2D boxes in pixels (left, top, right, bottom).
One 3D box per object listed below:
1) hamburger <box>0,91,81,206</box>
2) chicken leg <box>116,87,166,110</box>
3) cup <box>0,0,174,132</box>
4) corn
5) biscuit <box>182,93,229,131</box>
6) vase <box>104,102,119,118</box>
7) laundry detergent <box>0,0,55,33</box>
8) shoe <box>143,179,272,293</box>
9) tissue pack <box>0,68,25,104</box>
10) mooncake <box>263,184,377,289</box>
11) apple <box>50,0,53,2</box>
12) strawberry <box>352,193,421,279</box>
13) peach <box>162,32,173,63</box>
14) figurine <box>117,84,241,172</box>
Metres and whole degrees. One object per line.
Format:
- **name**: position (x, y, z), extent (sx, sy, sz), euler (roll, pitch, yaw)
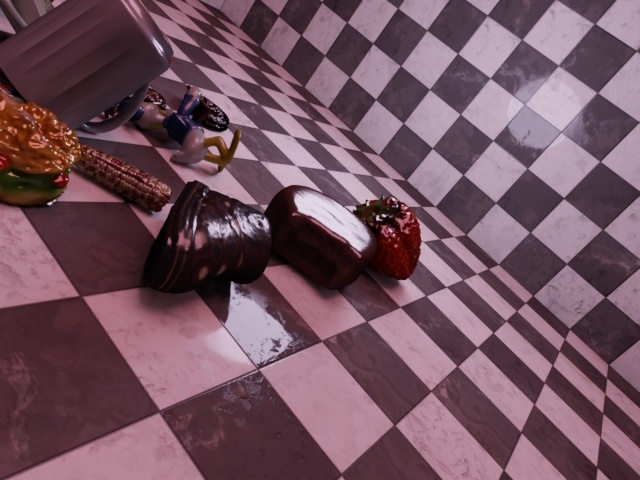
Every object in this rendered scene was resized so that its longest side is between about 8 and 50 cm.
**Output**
- **hamburger**: position (-0.573, -0.181, 0.987), extent (0.237, 0.149, 0.237), euler (33, 22, -15)
- **chicken leg**: position (-0.575, -0.443, 1.621), extent (0.106, 0.051, 0.253), euler (43, 25, -2)
- **cup**: position (-0.525, -0.414, 1.239), extent (0.236, 0.327, 0.322), euler (51, -6, 28)
- **corn**: position (-0.459, -0.144, 1.187), extent (0.237, 0.079, 0.079), euler (28, 24, -18)
- **biscuit**: position (-0.420, -0.473, 1.900), extent (0.195, 0.053, 0.194), euler (32, 23, -15)
- **vase**: position (-0.632, -0.407, 1.397), extent (0.183, 0.120, 0.120), euler (42, 18, -31)
- **laundry detergent**: position (-0.785, -0.616, 1.388), extent (0.214, 0.105, 0.280), euler (-105, 174, -50)
- **shoe**: position (-0.224, 0.015, 1.103), extent (0.237, 0.171, 0.384), euler (27, 17, -16)
- **tissue pack**: position (-0.726, -0.333, 1.123), extent (0.103, 0.090, 0.170), euler (1, 42, -52)
- **mooncake**: position (0.000, 0.000, 1.465), extent (0.326, 0.174, 0.333), euler (21, 30, -32)
- **apple**: position (-0.949, -0.875, 1.536), extent (0.365, 0.295, 0.329), euler (30, 13, -2)
- **strawberry**: position (0.228, 0.006, 1.758), extent (0.239, 0.250, 0.288), euler (13, -32, 55)
- **peach**: position (-0.645, -0.714, 1.947), extent (0.152, 0.152, 0.152), euler (32, 23, -15)
- **figurine**: position (-0.418, -0.363, 1.529), extent (0.339, 0.204, 0.283), euler (14, 56, -22)
